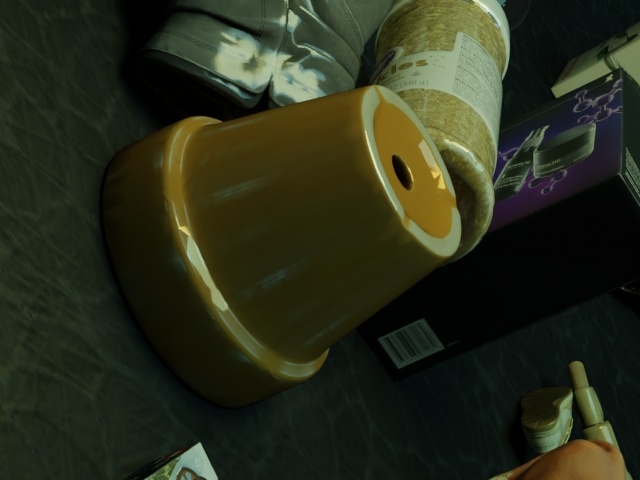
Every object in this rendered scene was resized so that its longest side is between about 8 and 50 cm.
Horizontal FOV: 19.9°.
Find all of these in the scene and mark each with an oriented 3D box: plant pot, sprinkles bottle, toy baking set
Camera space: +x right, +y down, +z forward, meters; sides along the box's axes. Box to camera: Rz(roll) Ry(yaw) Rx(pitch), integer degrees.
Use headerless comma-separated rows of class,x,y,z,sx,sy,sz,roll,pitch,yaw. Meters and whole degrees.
plant pot,-0.014,-0.012,1.258,0.205,0.188,0.205,47,29,-36
sprinkles bottle,0.093,-0.108,1.512,0.121,0.121,0.355,56,21,-20
toy baking set,0.308,0.244,1.839,0.197,0.030,0.256,27,44,-71

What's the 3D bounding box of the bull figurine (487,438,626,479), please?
bull figurine,0.173,0.282,1.360,0.101,0.188,0.310,51,27,-28

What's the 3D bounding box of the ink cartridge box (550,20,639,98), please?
ink cartridge box,0.418,-0.226,2.338,0.092,0.219,0.160,58,23,-8

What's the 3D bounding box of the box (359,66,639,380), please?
box,0.160,-0.015,1.532,0.103,0.261,0.184,55,25,-21

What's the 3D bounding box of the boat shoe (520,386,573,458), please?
boat shoe,0.217,0.175,1.743,0.135,0.050,0.045,-39,120,-69

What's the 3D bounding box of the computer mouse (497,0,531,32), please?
computer mouse,0.132,-0.338,1.990,0.188,0.072,0.272,-49,117,-22

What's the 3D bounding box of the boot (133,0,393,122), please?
boot,-0.094,-0.215,1.362,0.338,0.118,0.222,27,67,-12

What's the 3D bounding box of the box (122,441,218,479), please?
box,-0.099,0.224,1.030,0.159,0.044,0.233,64,24,-1

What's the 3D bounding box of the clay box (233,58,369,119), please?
clay box,-0.025,-0.135,1.526,0.222,0.053,0.127,-2,69,-64

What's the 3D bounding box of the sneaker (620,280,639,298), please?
sneaker,0.390,0.040,2.201,0.232,0.081,0.090,44,33,-26
